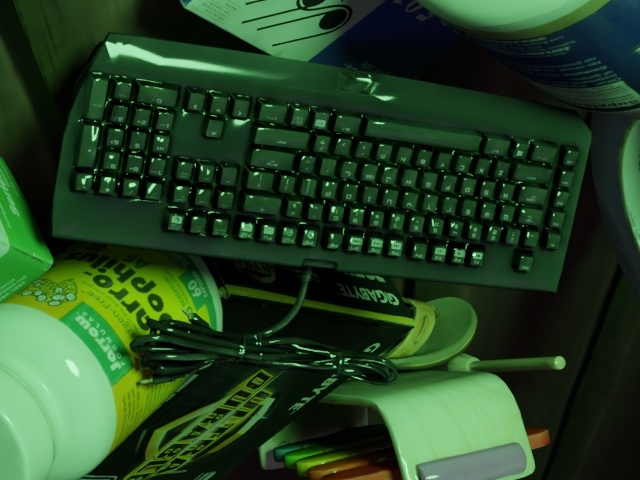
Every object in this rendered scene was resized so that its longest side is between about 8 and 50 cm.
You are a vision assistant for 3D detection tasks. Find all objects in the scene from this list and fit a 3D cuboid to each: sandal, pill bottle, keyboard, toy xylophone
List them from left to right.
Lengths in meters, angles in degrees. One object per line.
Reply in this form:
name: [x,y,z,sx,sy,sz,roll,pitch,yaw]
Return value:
pill bottle: [-0.155,0.075,0.903,0.117,0.117,0.208,-47,177,34]
keyboard: [0.000,0.000,0.861,0.317,0.033,0.202,7,107,-21]
sandal: [0.064,0.077,1.303,0.180,0.072,0.049,-10,128,-27]
toy xylophone: [0.078,0.156,1.292,0.236,0.081,0.322,-9,-179,-17]
pill bottle: [0.153,-0.157,0.834,0.153,0.153,0.264,-38,155,19]

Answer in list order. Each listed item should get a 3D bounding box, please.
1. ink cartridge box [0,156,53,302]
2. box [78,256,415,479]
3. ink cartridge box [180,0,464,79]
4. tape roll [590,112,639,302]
ink cartridge box: [-0.262,-0.005,0.765,0.153,0.087,0.208,-32,156,8]
box: [-0.119,0.118,1.163,0.322,0.079,0.257,-40,151,22]
ink cartridge box: [0.008,-0.143,0.836,0.097,0.046,0.207,-37,154,19]
tape roll: [0.313,-0.024,1.107,0.090,0.275,0.275,-20,154,-17]
